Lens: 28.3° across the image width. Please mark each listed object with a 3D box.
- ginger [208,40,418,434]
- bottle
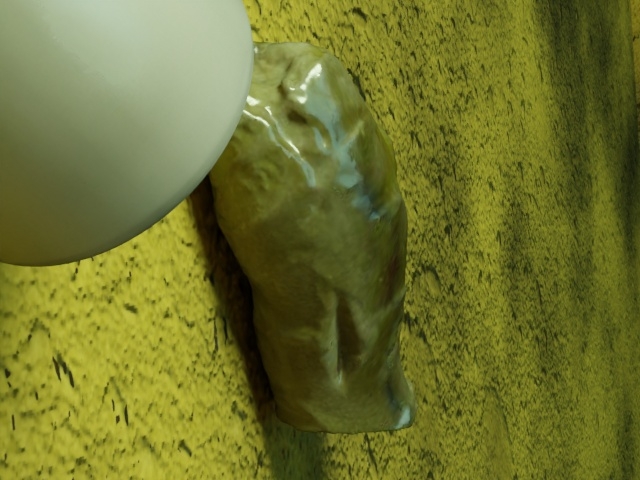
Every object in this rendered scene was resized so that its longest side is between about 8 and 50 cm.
[{"bbox_3d":[0.000,0.000,0.781,0.116,0.109,0.263,-61,143,-57],"label":"ginger"},{"bbox_3d":[-0.135,-0.105,0.416,0.236,0.147,0.148,50,42,-50],"label":"bottle"}]
